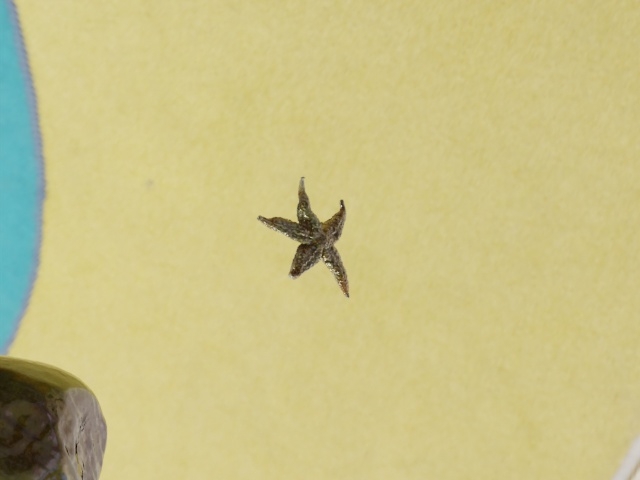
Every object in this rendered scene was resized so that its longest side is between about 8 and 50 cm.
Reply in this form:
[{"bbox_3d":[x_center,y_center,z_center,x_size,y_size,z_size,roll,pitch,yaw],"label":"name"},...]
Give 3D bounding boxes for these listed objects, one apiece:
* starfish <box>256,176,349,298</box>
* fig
[{"bbox_3d":[0.000,0.000,0.931,0.086,0.092,0.016,49,135,-4],"label":"starfish"},{"bbox_3d":[-0.245,0.153,0.963,0.165,0.144,0.154,37,96,-7],"label":"fig"}]
